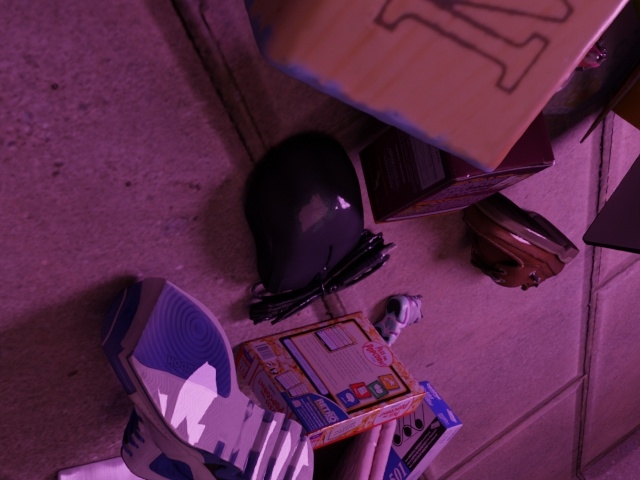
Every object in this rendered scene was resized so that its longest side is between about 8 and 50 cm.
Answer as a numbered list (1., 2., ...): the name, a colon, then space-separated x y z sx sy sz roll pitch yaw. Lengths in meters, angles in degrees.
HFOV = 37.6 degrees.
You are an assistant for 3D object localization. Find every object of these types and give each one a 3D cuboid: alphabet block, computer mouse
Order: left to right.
1. computer mouse: 0.000 0.000 0.987 0.189 0.072 0.272 -30 149 -12
2. alphabet block: 0.076 -0.200 0.629 0.194 0.192 0.197 21 120 -27

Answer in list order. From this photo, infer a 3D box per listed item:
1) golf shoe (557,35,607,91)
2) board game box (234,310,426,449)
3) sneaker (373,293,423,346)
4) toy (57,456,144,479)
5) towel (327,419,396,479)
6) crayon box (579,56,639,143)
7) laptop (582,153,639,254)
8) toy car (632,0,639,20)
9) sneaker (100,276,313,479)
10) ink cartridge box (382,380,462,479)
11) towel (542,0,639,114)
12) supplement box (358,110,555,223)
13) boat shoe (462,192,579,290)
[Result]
1. golf shoe: 0.174 -0.168 0.741 0.086 0.067 0.186 -34 -165 31
2. board game box: 0.014 0.170 1.158 0.194 0.146 0.045 -10 139 -38
3. sneaker: 0.113 0.113 1.295 0.069 0.038 0.098 -9 139 -40
4. toy: -0.228 0.333 1.181 0.056 0.136 0.237 -9 175 42
5. towel: 0.021 0.456 1.472 0.331 0.053 0.317 -63 -177 35
6. crayon box: 0.409 -0.231 0.952 0.323 0.083 0.203 -53 173 -10
7. laptop: 0.447 -0.189 0.995 0.236 0.408 0.382 41 80 -22
8. toy car: 0.281 -0.273 0.705 0.155 0.149 0.188 -31 138 11
9. sneaker: -0.158 0.187 0.995 0.315 0.182 0.127 57 41 -35
10. ink cartridge box: 0.144 0.342 1.579 0.046 0.097 0.207 -4 136 -45
11. towel: 0.235 -0.274 0.860 0.321 0.090 0.374 -3 135 -41
12. supplement box: 0.122 -0.078 0.890 0.104 0.080 0.188 -10 172 -20
13. boat shoe: 0.255 0.015 1.243 0.104 0.110 0.307 -48 148 14
